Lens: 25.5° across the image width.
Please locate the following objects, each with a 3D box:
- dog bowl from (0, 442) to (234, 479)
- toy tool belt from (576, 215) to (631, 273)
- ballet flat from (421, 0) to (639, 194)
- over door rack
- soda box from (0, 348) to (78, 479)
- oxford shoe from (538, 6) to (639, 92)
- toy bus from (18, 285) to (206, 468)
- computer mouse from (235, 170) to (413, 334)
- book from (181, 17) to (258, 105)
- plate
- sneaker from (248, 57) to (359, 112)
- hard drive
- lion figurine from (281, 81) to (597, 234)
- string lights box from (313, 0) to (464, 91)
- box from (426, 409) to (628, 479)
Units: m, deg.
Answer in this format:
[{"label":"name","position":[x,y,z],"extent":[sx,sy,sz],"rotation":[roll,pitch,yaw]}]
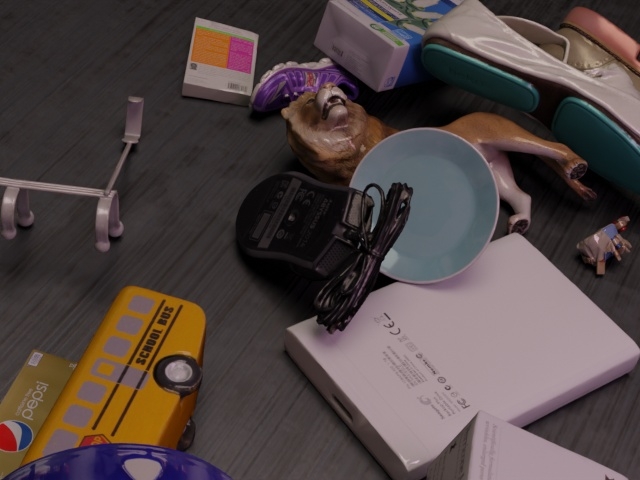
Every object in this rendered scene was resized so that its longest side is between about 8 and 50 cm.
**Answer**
[{"label":"dog bowl","position":[-0.180,0.299,1.237],"extent":[0.264,0.265,0.104],"rotation":[1,41,-11]},{"label":"toy tool belt","position":[0.373,0.008,1.824],"extent":[0.083,0.052,0.051],"rotation":[-28,87,-31]},{"label":"ballet flat","position":[0.326,-0.205,1.885],"extent":[0.400,0.139,0.139],"rotation":[31,46,10]},{"label":"over door rack","position":[-0.352,-0.086,1.737],"extent":[0.239,0.108,0.324],"rotation":[8,29,-4]},{"label":"soda box","position":[-0.308,0.201,1.461],"extent":[0.058,0.061,0.181],"rotation":[17,43,6]},{"label":"oxford shoe","position":[0.454,-0.154,1.975],"extent":[0.146,0.140,0.397],"rotation":[-44,66,-7]},{"label":"toy bus","position":[-0.208,0.201,1.448],"extent":[0.130,0.108,0.333],"rotation":[17,43,6]},{"label":"computer mouse","position":[0.000,0.000,1.677],"extent":[0.272,0.072,0.188],"rotation":[23,81,51]},{"label":"book","position":[-0.139,-0.250,1.993],"extent":[0.096,0.035,0.144],"rotation":[10,43,-6]},{"label":"plate","position":[0.123,-0.041,1.696],"extent":[0.188,0.188,0.024],"rotation":[28,4,17]},{"label":"sneaker","position":[-0.019,-0.206,1.948],"extent":[0.170,0.068,0.071],"rotation":[-17,56,-28]},{"label":"hard drive","position":[0.167,0.127,1.649],"extent":[0.353,0.047,0.233],"rotation":[-22,52,-29]},{"label":"lion figurine","position":[0.154,-0.110,1.855],"extent":[0.392,0.142,0.240],"rotation":[-1,35,-33]},{"label":"string lights box","position":[0.130,-0.294,2.024],"extent":[0.133,0.077,0.259],"rotation":[40,37,27]},{"label":"box","position":[0.197,0.296,1.395],"extent":[0.182,0.119,0.181],"rotation":[26,42,-10]}]
